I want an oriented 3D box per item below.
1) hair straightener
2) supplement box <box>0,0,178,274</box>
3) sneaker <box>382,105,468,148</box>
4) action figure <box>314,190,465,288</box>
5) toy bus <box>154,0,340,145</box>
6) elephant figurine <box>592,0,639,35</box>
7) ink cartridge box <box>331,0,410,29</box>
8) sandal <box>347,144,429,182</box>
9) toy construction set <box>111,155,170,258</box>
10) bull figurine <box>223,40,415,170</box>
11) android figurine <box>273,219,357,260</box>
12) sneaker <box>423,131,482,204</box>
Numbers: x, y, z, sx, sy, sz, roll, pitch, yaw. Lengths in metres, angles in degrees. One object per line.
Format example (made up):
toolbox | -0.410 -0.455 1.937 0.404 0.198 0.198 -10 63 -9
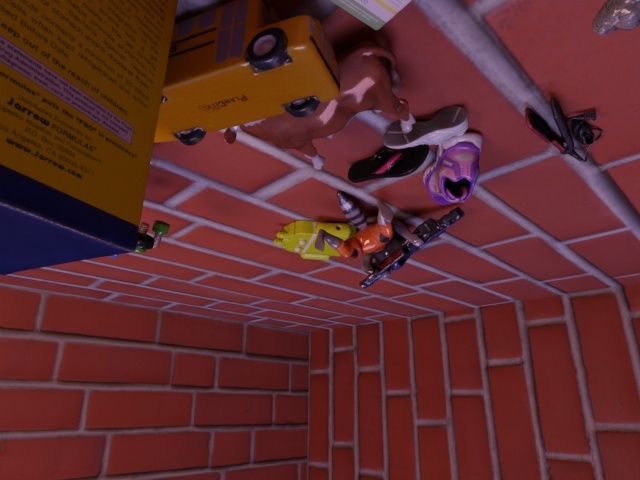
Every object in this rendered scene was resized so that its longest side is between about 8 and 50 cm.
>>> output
hair straightener | 0.449 -0.191 0.774 0.089 0.047 0.230 -18 153 42
supplement box | -0.288 -0.170 0.408 0.194 0.356 0.195 -9 157 24
sneaker | 0.188 -0.189 0.781 0.152 0.053 0.061 -9 160 23
action figure | 0.181 -0.033 1.137 0.341 0.178 0.330 -37 153 16
toy bus | -0.144 -0.223 0.587 0.333 0.130 0.108 -8 157 22
elephant figurine | 0.332 -0.310 0.331 0.169 0.186 0.239 47 170 -17
ink cartridge box | 0.072 -0.328 0.410 0.171 0.056 0.235 16 157 -33
sandal | 0.125 -0.155 0.862 0.179 0.067 0.040 -10 146 33
toy construction set | -0.454 -0.126 0.846 0.309 0.237 0.257 21 -173 -6
bull figurine | -0.008 -0.201 0.691 0.311 0.101 0.188 -12 160 36
android figurine | 0.000 0.000 1.293 0.273 0.056 0.248 5 159 -15
sneaker | 0.270 -0.118 0.896 0.095 0.104 0.236 -2 160 4
